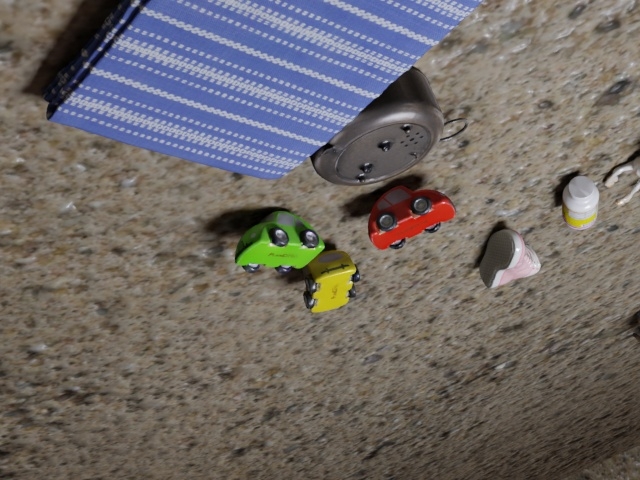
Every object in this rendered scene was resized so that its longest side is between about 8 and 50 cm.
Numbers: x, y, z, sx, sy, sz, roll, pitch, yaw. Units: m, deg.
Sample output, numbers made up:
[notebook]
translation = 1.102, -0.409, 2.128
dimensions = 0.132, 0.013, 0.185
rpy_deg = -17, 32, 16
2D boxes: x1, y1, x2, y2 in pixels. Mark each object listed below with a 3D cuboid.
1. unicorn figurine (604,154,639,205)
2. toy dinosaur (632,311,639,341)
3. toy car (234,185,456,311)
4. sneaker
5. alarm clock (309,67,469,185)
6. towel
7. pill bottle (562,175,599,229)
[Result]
[unicorn figurine]
translation = 0.406, -0.082, 1.358
dimensions = 0.162, 0.060, 0.111
rpy_deg = -18, 160, -46
[toy dinosaur]
translation = 0.630, 0.175, 1.968
dimensions = 0.201, 0.127, 0.295
rpy_deg = -11, 167, -2
[toy car]
translation = 0.000, 0.000, 1.213
dimensions = 0.225, 0.053, 0.239
rpy_deg = 5, 145, -42
[sneaker]
translation = 0.254, 0.016, 1.440
dimensions = 0.070, 0.051, 0.134
rpy_deg = -16, 158, -13
[alarm clock]
translation = 0.066, -0.103, 1.050
dimensions = 0.192, 0.064, 0.129
rpy_deg = -5, 151, -35
[towel]
translation = -0.029, -0.167, 0.841
dimensions = 0.243, 0.040, 0.336
rpy_deg = 14, 141, -37
[pill bottle]
translation = 0.317, -0.048, 1.363
dimensions = 0.043, 0.043, 0.083
rpy_deg = -21, 155, 2
